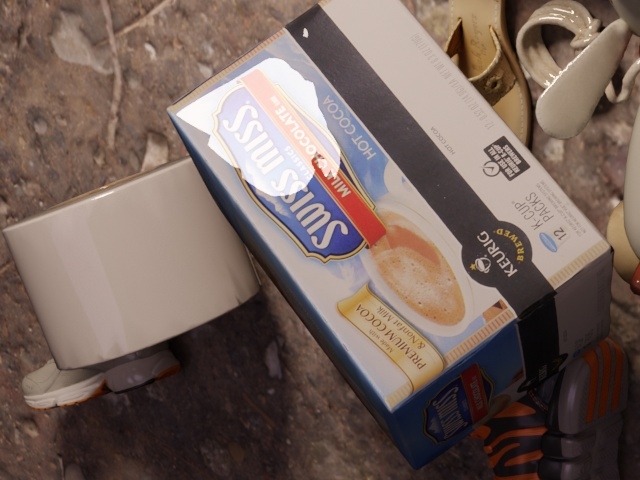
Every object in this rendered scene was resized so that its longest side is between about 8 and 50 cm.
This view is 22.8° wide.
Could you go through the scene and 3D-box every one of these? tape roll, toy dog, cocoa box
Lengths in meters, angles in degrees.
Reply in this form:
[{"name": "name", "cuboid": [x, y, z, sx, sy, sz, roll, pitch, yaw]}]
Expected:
[{"name": "tape roll", "cuboid": [-0.207, 0.020, 1.744, 0.246, 0.246, 0.169, -15, 99, 45]}, {"name": "toy dog", "cuboid": [0.271, -0.086, 1.319, 0.220, 0.161, 0.334, -37, 83, 45]}, {"name": "cocoa box", "cuboid": [0.064, -0.014, 1.406, 0.347, 0.228, 0.231, 53, 174, 21]}]

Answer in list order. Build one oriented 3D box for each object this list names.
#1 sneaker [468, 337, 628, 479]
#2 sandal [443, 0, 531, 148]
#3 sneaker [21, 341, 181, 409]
[{"name": "sneaker", "cuboid": [0.199, 0.219, 1.572, 0.180, 0.124, 0.321, 19, 111, 40]}, {"name": "sandal", "cuboid": [0.135, -0.169, 1.461, 0.088, 0.079, 0.240, 13, 117, 38]}, {"name": "sneaker", "cuboid": [-0.285, 0.136, 1.988, 0.262, 0.099, 0.121, -17, 89, 38]}]
